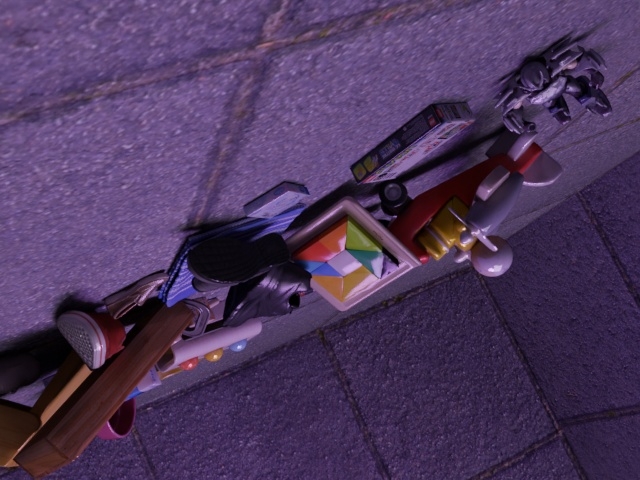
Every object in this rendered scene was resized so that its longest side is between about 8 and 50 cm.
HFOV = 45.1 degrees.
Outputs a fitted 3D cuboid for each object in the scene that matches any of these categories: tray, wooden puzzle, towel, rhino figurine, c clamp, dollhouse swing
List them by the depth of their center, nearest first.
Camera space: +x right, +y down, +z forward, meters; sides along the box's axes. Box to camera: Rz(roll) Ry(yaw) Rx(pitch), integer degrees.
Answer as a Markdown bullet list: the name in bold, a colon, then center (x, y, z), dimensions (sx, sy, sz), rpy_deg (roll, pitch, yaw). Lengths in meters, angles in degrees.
- **rhino figurine**: center (-0.652, 0.270, 1.485), dimensions (0.106, 0.073, 0.243), rpy_deg (-29, 168, 36)
- **towel**: center (-0.181, 0.033, 1.515), dimensions (0.243, 0.040, 0.336), rpy_deg (-21, 168, -27)
- **wooden puzzle**: center (0.048, 0.039, 1.551), dimensions (0.238, 0.221, 0.044), rpy_deg (-32, -150, 32)
- **tray**: center (-0.439, 0.299, 1.600), dimensions (0.202, 0.076, 0.411), rpy_deg (-34, -165, 45)
- **c clamp**: center (-0.321, 0.173, 1.743), dimensions (0.161, 0.137, 0.022), rpy_deg (-55, -166, 45)
- **dollhouse swing**: center (-0.687, 0.337, 1.752), dimensions (0.315, 0.305, 0.347), rpy_deg (17, 166, 0)

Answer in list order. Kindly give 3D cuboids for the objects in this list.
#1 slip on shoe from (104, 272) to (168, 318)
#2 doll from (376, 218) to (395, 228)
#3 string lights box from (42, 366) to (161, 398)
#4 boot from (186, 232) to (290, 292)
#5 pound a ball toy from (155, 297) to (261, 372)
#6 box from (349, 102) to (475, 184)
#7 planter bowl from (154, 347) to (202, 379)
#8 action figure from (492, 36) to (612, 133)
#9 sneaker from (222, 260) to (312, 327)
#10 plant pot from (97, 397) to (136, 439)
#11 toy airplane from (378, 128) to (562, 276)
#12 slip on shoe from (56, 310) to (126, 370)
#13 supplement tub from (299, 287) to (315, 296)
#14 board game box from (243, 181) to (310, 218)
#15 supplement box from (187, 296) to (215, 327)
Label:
- **slip on shoe**: center (-0.346, 0.105, 1.470), dimensions (0.135, 0.041, 0.051), rpy_deg (-26, 169, 2)
- **doll**: center (0.110, -0.023, 1.792), dimensions (0.188, 0.046, 0.129), rpy_deg (-16, 174, 25)
- **string lights box**: center (-0.554, 0.361, 1.961), dimensions (0.259, 0.133, 0.077), rpy_deg (-25, 168, -1)
- **boot**: center (-0.179, 0.059, 1.387), dimensions (0.161, 0.084, 0.246), rpy_deg (-30, 168, 34)
- **pound a ball toy**: center (-0.295, 0.242, 1.980), dimensions (0.319, 0.136, 0.208), rpy_deg (-17, 166, -41)
- **box**: center (0.159, -0.167, 1.342), dimensions (0.114, 0.036, 0.207), rpy_deg (-13, 164, -47)
- **planter bowl**: center (-0.442, 0.331, 2.181), dimensions (0.217, 0.090, 0.217), rpy_deg (-24, 169, -5)
- **action figure**: center (0.408, -0.258, 1.328), dimensions (0.185, 0.099, 0.285), rpy_deg (-26, 167, 31)
- **sneaker**: center (-0.116, 0.122, 1.602), dimensions (0.130, 0.109, 0.286), rpy_deg (21, 149, -20)
- **plant pot**: center (-0.627, 0.448, 2.101), dimensions (0.180, 0.202, 0.201), rpy_deg (-11, 171, 10)
- **toy airplane**: center (0.338, -0.061, 1.618), dimensions (0.386, 0.273, 0.384), rpy_deg (-15, 164, -42)
- **slip on shoe**: center (-0.430, 0.180, 1.480), dimensions (0.101, 0.123, 0.331), rpy_deg (-37, 176, -19)
- **supplement tub**: center (0.005, 0.062, 1.884), dimensions (0.197, 0.106, 0.106), rpy_deg (-20, 168, -25)
- **board game box**: center (-0.075, -0.068, 1.329), dimensions (0.090, 0.020, 0.090), rpy_deg (-29, 169, 19)
- **supplement box**: center (-0.305, 0.176, 1.838), dimensions (0.036, 0.062, 0.098), rpy_deg (-33, 168, 33)
